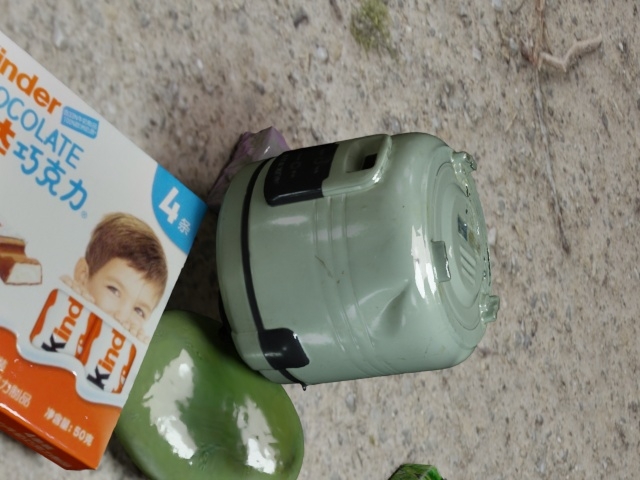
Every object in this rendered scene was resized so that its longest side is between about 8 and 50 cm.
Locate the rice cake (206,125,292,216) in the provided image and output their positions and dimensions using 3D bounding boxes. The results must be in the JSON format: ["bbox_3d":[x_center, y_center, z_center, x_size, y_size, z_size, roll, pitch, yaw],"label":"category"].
[{"bbox_3d":[0.000,-0.002,1.409,0.298,0.050,0.106,43,54,-42],"label":"rice cake"}]

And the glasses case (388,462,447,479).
[{"bbox_3d":[0.059,0.352,1.451,0.272,0.062,0.095,-39,118,-47],"label":"glasses case"}]

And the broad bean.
[{"bbox_3d":[-0.101,0.153,1.230,0.228,0.100,0.169,25,60,-48],"label":"broad bean"}]

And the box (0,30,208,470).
[{"bbox_3d":[-0.235,0.006,1.081,0.273,0.048,0.265,40,56,-34],"label":"box"}]

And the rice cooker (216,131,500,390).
[{"bbox_3d":[0.024,0.015,1.217,0.226,0.244,0.226,34,50,-55],"label":"rice cooker"}]
